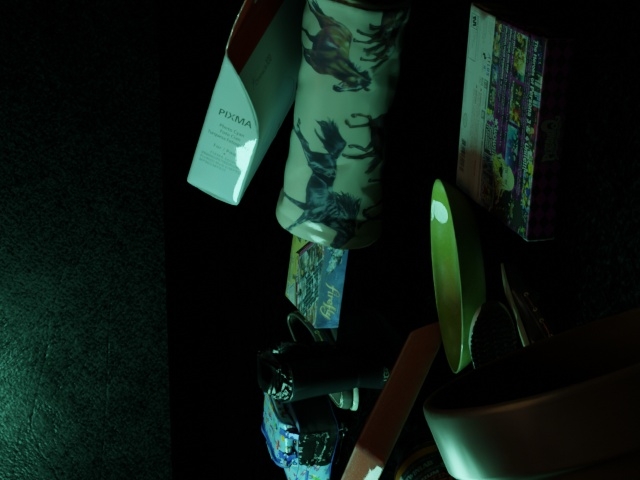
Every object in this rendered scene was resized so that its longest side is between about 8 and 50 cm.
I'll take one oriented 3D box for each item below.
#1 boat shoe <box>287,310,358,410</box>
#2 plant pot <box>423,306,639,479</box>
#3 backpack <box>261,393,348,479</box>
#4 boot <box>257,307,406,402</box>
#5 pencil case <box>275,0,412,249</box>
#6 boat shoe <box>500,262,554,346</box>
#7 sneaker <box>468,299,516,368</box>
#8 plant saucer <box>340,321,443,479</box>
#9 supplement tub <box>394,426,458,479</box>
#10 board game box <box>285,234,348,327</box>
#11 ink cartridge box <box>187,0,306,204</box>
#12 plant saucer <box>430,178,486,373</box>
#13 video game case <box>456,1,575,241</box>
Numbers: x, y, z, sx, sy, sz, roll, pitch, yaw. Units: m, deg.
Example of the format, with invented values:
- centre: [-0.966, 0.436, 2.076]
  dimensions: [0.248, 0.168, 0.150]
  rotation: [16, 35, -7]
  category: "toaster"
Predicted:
- centre: [0.004, 0.192, 2.442]
  dimensions: [0.228, 0.068, 0.081]
  rotation: [-115, 28, -50]
  category: "boat shoe"
- centre: [0.282, 0.212, 1.251]
  dimensions: [0.280, 0.323, 0.323]
  rotation: [70, 162, 0]
  category: "plant pot"
- centre: [-0.032, 0.327, 2.508]
  dimensions: [0.158, 0.116, 0.173]
  rotation: [-114, 24, -50]
  category: "backpack"
- centre: [0.004, 0.165, 2.210]
  dimensions: [0.246, 0.207, 0.094]
  rotation: [-143, 52, -68]
  category: "boot"
- centre: [0.030, -0.184, 2.150]
  dimensions: [0.183, 0.159, 0.410]
  rotation: [-73, -10, -61]
  category: "pencil case"
- centre: [0.237, 0.078, 1.733]
  dimensions: [0.049, 0.042, 0.133]
  rotation: [65, -173, -51]
  category: "boat shoe"
- centre: [0.202, 0.134, 1.787]
  dimensions: [0.075, 0.057, 0.161]
  rotation: [-105, 1, -64]
  category: "sneaker"
- centre: [0.081, 0.256, 2.012]
  dimensions: [0.259, 0.047, 0.258]
  rotation: [107, -170, -49]
  category: "plant saucer"
- centre: [0.156, 0.326, 1.921]
  dimensions: [0.198, 0.106, 0.106]
  rotation: [-118, 30, -52]
  category: "supplement tub"
- centre: [0.000, 0.000, 2.433]
  dimensions: [0.165, 0.042, 0.243]
  rotation: [-136, 51, -65]
  category: "board game box"
- centre: [-0.058, -0.283, 2.140]
  dimensions: [0.385, 0.091, 0.308]
  rotation: [115, -179, -45]
  category: "ink cartridge box"
- centre: [0.171, 0.042, 1.869]
  dimensions: [0.241, 0.037, 0.241]
  rotation: [175, 90, -87]
  category: "plant saucer"
- centre: [0.219, -0.142, 1.745]
  dimensions: [0.210, 0.041, 0.232]
  rotation: [-133, 43, -64]
  category: "video game case"
